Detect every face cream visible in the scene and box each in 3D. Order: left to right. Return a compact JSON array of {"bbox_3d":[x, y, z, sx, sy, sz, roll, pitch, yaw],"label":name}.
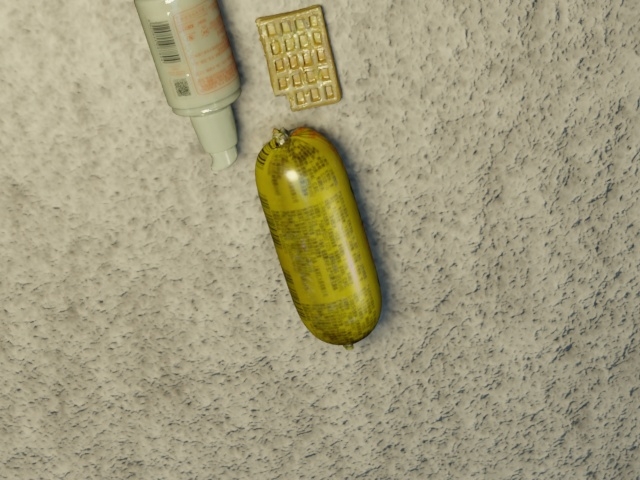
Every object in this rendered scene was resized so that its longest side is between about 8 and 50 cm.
[{"bbox_3d":[-0.153,-0.207,1.789,0.101,0.101,0.252,-15,116,2],"label":"face cream"}]

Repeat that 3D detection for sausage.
[{"bbox_3d":[0.000,0.000,1.886,0.123,0.123,0.347,-16,116,3],"label":"sausage"}]

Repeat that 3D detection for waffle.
[{"bbox_3d":[-0.027,-0.233,1.832,0.092,0.021,0.135,-12,115,-1],"label":"waffle"}]
